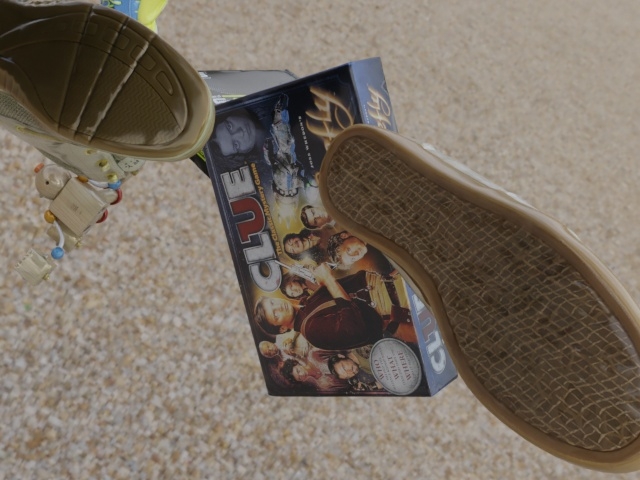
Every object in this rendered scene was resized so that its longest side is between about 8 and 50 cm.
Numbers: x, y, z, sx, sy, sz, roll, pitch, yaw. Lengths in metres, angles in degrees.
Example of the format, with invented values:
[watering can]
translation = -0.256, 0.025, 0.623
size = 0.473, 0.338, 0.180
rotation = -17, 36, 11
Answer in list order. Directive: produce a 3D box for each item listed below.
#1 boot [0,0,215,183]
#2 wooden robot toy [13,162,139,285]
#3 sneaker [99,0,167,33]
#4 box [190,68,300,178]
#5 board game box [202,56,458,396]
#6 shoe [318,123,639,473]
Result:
[boot]
translation = -0.140, -0.081, 0.557
size = 0.213, 0.077, 0.165
rotation = 20, -11, 18
[wooden robot toy]
translation = -0.252, -0.042, 0.865
size = 0.079, 0.173, 0.076
rotation = 42, 12, -4
[sneaker]
translation = -0.246, -0.310, 1.071
size = 0.126, 0.240, 0.091
rotation = 23, 19, -44
[box]
translation = -0.062, -0.118, 0.876
size = 0.190, 0.045, 0.184
rotation = -9, 39, -37
[board game box]
translation = 0.000, 0.000, 0.673
size = 0.042, 0.165, 0.243
rotation = -22, 100, -49
[shoe]
translation = 0.078, 0.013, 0.388
size = 0.058, 0.077, 0.219
rotation = 14, 25, -42
